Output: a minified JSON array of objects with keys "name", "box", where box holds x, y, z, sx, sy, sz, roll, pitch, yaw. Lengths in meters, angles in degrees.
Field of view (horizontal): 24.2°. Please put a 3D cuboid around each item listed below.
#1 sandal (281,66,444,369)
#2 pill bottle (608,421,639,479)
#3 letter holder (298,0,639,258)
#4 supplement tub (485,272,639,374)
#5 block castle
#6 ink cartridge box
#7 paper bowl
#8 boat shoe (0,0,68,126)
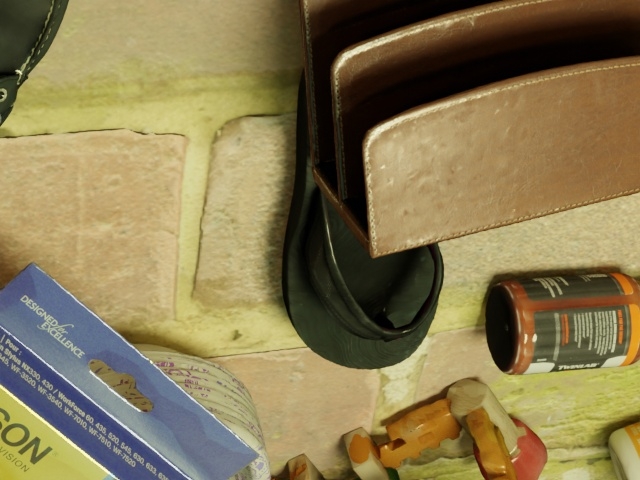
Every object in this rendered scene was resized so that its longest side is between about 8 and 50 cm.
[{"name":"sandal","box":[0.048,-0.002,1.440,0.167,0.107,0.446,-17,137,-11]},{"name":"pill bottle","box":[0.514,0.272,1.861,0.278,0.162,0.162,-19,138,2]},{"name":"letter holder","box":[0.150,-0.142,1.254,0.301,0.152,0.214,-14,122,-14]},{"name":"supplement tub","box":[0.288,0.090,1.632,0.198,0.106,0.106,-3,137,-14]},{"name":"block castle","box":[0.075,0.396,1.751,0.453,0.303,0.213,-27,131,11]},{"name":"ink cartridge box","box":[-0.270,0.217,1.410,0.307,0.072,0.303,-38,114,21]},{"name":"paper bowl","box":[-0.203,0.220,1.583,0.284,0.148,0.284,-9,137,-8]},{"name":"boat shoe","box":[-0.312,-0.114,1.214,0.340,0.113,0.127,-38,134,22]}]
